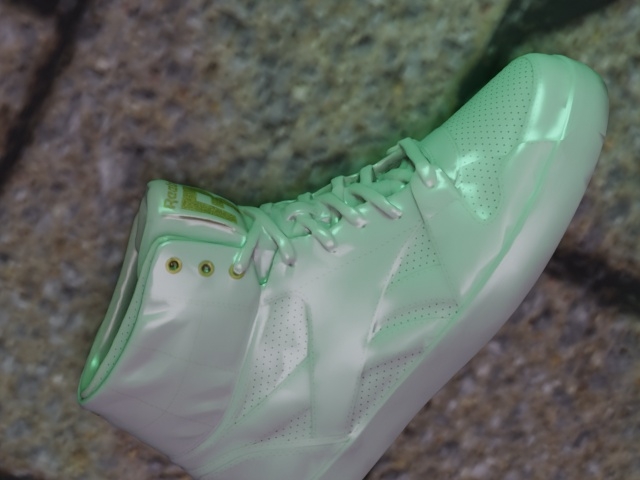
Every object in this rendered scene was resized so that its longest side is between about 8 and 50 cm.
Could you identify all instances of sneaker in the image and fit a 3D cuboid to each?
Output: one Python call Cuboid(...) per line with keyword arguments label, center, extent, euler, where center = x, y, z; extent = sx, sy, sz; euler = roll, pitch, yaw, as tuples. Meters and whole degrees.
Cuboid(label="sneaker", center=(0.000, 0.000, 0.686), extent=(0.169, 0.108, 0.292), euler=(33, 100, -20))
